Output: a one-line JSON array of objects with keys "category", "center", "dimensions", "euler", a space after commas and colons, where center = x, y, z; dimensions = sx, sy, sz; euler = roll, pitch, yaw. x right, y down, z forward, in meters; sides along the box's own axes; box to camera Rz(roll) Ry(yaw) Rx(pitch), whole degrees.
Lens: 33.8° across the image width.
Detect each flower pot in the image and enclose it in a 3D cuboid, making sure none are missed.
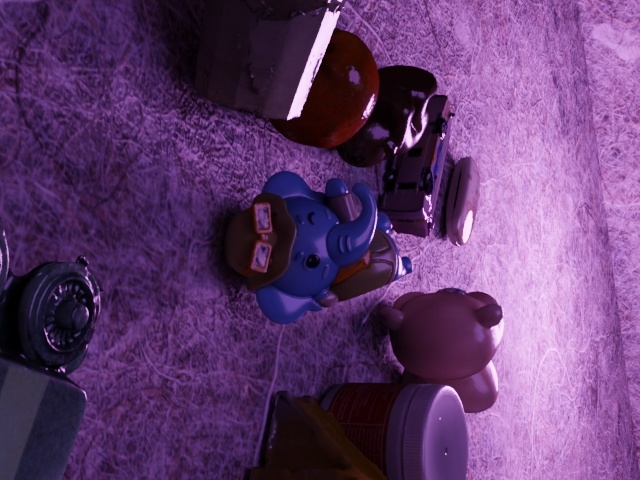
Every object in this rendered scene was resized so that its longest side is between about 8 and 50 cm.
[{"category": "flower pot", "center": [-0.069, -0.263, 1.299], "dimensions": [0.212, 0.212, 0.202], "euler": [-22, 133, -62]}]

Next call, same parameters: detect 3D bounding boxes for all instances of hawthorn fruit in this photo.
[{"category": "hawthorn fruit", "center": [-0.003, -0.219, 1.483], "dimensions": [0.189, 0.189, 0.189], "euler": [13, 76, -62]}]

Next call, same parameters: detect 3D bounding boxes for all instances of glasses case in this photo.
[{"category": "glasses case", "center": [0.294, -0.082, 2.172], "dimensions": [0.081, 0.051, 0.204], "euler": [51, 43, -47]}]

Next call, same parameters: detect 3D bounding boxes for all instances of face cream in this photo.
[{"category": "face cream", "center": [0.107, 0.319, 1.609], "dimensions": [0.201, 0.187, 0.201], "euler": [13, 76, -62]}]

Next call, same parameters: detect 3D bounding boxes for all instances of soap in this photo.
[{"category": "soap", "center": [0.081, 0.349, 1.392], "dimensions": [0.169, 0.339, 0.304], "euler": [44, 50, -55]}]

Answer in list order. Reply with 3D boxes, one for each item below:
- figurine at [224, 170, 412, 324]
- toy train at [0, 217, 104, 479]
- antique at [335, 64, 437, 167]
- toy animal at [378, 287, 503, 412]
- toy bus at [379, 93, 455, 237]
[{"category": "figurine", "center": [-0.001, 0.002, 1.414], "dimensions": [0.262, 0.154, 0.180], "euler": [-9, 114, -27]}, {"category": "toy train", "center": [-0.316, 0.089, 0.858], "dimensions": [0.299, 0.167, 0.238], "euler": [39, 63, -54]}, {"category": "antique", "center": [0.103, -0.197, 1.743], "dimensions": [0.257, 0.121, 0.143], "euler": [-42, 151, -60]}, {"category": "toy animal", "center": [0.216, 0.197, 1.840], "dimensions": [0.229, 0.210, 0.221], "euler": [-9, 97, -80]}, {"category": "toy bus", "center": [0.182, -0.137, 1.920], "dimensions": [0.112, 0.090, 0.274], "euler": [66, 34, -51]}]
